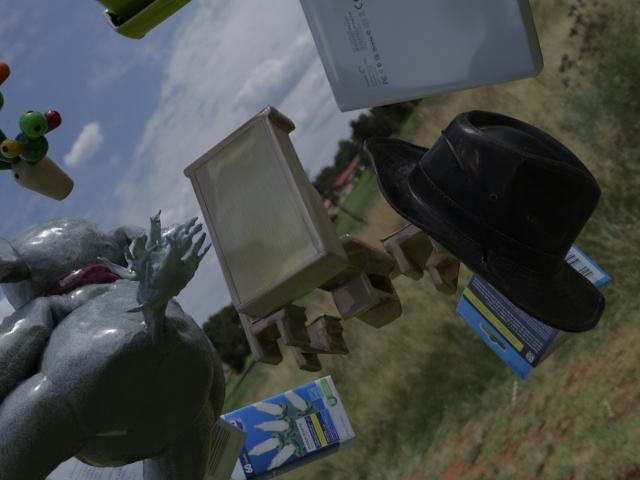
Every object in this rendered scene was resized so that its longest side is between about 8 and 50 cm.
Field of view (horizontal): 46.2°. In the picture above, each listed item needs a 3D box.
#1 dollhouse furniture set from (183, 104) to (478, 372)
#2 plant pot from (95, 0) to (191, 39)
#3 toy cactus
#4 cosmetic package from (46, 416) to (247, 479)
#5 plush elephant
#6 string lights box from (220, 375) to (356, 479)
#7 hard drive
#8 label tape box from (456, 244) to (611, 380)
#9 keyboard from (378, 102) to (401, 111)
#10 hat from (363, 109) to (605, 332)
[{"bbox_3d":[0.000,0.000,1.199,0.362,0.257,0.394,-33,-28,20],"label":"dollhouse furniture set"},{"bbox_3d":[-0.300,-0.460,1.189,0.227,0.207,0.228,-37,32,-4],"label":"plant pot"},{"bbox_3d":[-0.373,-0.112,0.891,0.219,0.180,0.112,-15,55,28],"label":"toy cactus"},{"bbox_3d":[-0.231,0.282,0.991,0.183,0.151,0.151,3,61,37],"label":"cosmetic package"},{"bbox_3d":[-0.227,0.089,0.694,0.271,0.255,0.330,8,-73,-41],"label":"plush elephant"},{"bbox_3d":[-0.078,0.371,1.432,0.259,0.133,0.077,-18,-26,-14],"label":"string lights box"},{"bbox_3d":[0.124,-0.292,1.006,0.307,0.203,0.040,-4,28,38],"label":"hard drive"},{"bbox_3d":[0.477,0.128,1.737,0.115,0.249,0.348,-26,-32,-28],"label":"label tape box"},{"bbox_3d":[0.106,-0.331,1.494,0.108,0.180,0.023,-27,40,39],"label":"keyboard"},{"bbox_3d":[0.214,-0.059,0.839,0.134,0.331,0.331,-54,0,23],"label":"hat"}]
